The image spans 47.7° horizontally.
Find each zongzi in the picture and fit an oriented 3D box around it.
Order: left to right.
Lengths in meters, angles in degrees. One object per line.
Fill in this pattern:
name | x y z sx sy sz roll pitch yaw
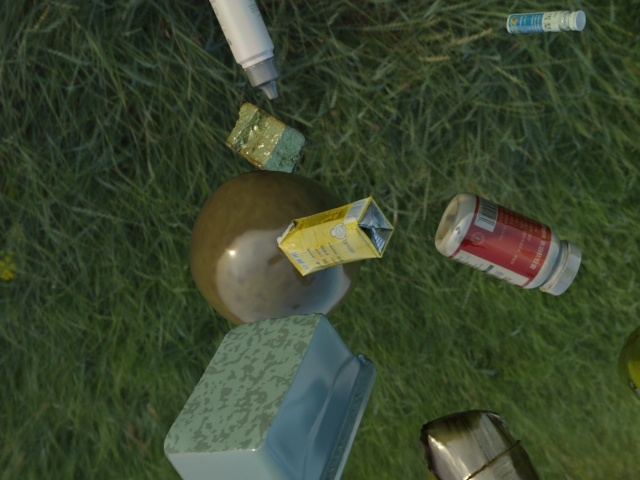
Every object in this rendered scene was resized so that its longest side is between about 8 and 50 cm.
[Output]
zongzi | 0.243 0.396 1.035 0.139 0.286 0.300 -23 156 -13

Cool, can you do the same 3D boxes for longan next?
longan | -0.085 0.018 1.437 0.361 0.361 0.360 -17 143 -14

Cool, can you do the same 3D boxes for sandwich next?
sandwich | -0.155 -0.254 1.743 0.122 0.236 0.128 -59 148 5

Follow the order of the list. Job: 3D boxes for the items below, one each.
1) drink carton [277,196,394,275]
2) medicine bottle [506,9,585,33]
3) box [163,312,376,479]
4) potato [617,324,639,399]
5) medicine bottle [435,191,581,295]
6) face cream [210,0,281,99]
drink carton | 0.000 0.000 1.026 0.200 0.074 0.084 -16 125 39
medicine bottle | 0.549 -0.535 1.773 0.051 0.191 0.051 -13 109 -41
box | -0.050 0.187 0.765 0.162 0.227 0.130 -12 123 32
potato | 0.598 0.193 1.187 0.149 0.186 0.253 18 163 -13
medicine bottle | 0.351 0.009 1.367 0.250 0.131 0.131 23 129 -5
face cream | -0.161 -0.451 1.560 0.092 0.092 0.311 -25 105 -3
